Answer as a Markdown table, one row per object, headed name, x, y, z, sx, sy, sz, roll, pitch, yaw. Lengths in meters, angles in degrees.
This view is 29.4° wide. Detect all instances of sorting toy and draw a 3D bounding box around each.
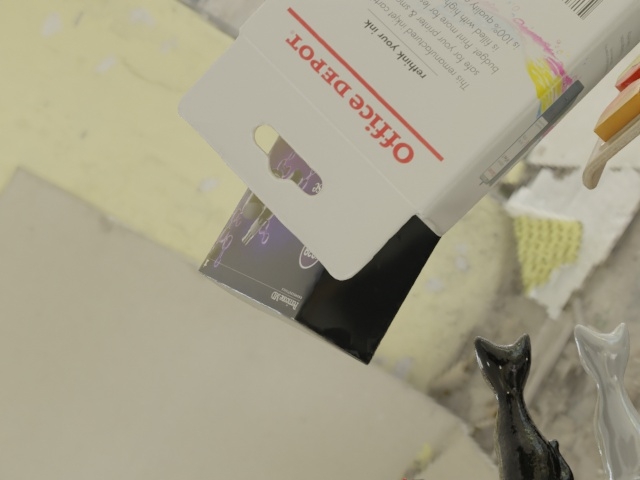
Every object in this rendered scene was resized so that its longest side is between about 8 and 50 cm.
| name | x | y | z | sx | sy | sz | roll | pitch | yaw |
| --- | --- | --- | --- | --- | --- | --- | --- | --- | --- |
| sorting toy | 0.315 | -0.158 | 1.105 | 0.208 | 0.038 | 0.193 | -50 | 2 | 37 |

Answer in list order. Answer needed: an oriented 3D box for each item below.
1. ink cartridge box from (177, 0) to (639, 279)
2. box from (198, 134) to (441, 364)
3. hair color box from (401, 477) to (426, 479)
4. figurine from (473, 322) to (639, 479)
| name | x | y | z | sx | sy | sz | roll | pitch | yaw |
| --- | --- | --- | --- | --- | --- | --- | --- | --- | --- |
| ink cartridge box | 0.088 | -0.150 | 0.927 | 0.353 | 0.207 | 0.119 | -44 | -14 | 4 |
| box | 0.000 | 0.000 | 1.253 | 0.184 | 0.103 | 0.261 | -62 | 27 | -5 |
| hair color box | 0.128 | 0.251 | 1.021 | 0.141 | 0.072 | 0.043 | 28 | 89 | 22 |
| figurine | 0.303 | 0.204 | 1.484 | 0.092 | 0.214 | 0.209 | 109 | 152 | -67 |
